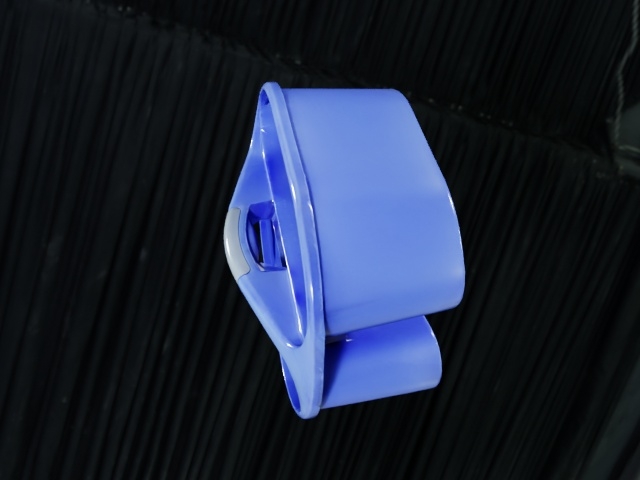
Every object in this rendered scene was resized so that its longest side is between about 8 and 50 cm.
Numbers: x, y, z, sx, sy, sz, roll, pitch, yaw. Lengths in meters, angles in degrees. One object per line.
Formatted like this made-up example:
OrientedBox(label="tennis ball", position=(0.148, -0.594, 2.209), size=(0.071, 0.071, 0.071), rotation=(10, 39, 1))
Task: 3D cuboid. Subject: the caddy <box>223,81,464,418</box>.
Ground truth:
OrientedBox(label="caddy", position=(0.000, 0.000, 0.744), size=(0.179, 0.241, 0.341), rotation=(-4, 43, -10))
